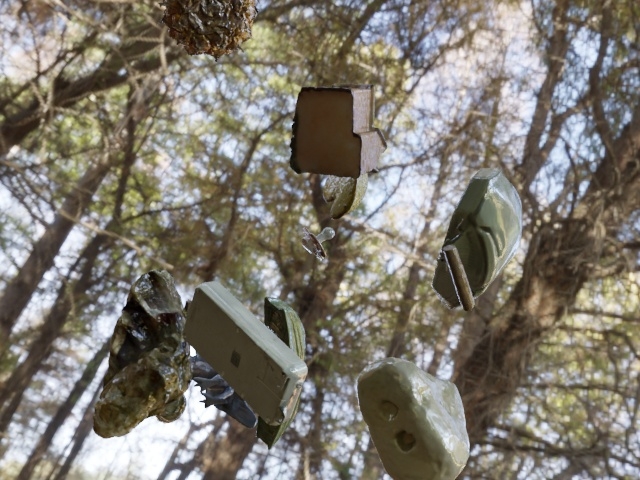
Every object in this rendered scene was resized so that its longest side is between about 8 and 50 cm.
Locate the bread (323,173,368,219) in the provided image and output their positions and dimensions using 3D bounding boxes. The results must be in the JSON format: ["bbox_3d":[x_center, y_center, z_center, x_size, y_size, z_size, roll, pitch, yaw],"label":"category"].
[{"bbox_3d":[0.065,-0.130,1.711,0.065,0.187,0.149,25,-29,-33],"label":"bread"}]

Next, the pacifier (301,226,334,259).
[{"bbox_3d":[0.000,0.000,1.498,0.099,0.078,0.081,38,-20,55],"label":"pacifier"}]

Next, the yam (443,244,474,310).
[{"bbox_3d":[0.279,0.076,1.295,0.032,0.032,0.145,-7,-64,36],"label":"yam"}]

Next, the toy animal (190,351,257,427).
[{"bbox_3d":[-0.200,0.249,1.275,0.256,0.176,0.239,-4,-70,3],"label":"toy animal"}]

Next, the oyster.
[{"bbox_3d":[-0.307,0.191,1.125,0.166,0.294,0.094,0,-12,-13],"label":"oyster"}]

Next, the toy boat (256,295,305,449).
[{"bbox_3d":[-0.073,0.235,1.149,0.093,0.055,0.292,31,-58,47],"label":"toy boat"}]

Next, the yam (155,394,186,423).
[{"bbox_3d":[-0.330,0.362,1.408,0.067,0.071,0.317,-5,-15,-17],"label":"yam"}]

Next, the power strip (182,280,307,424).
[{"bbox_3d":[-0.089,0.122,0.720,0.192,0.035,0.081,36,-63,35],"label":"power strip"}]

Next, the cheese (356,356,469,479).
[{"bbox_3d":[0.184,0.374,1.318,0.174,0.247,0.251,-31,-53,21],"label":"cheese"}]

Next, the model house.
[{"bbox_3d":[0.048,-0.233,1.346,0.167,0.172,0.182,10,-71,28],"label":"model house"}]

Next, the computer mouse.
[{"bbox_3d":[0.363,0.013,1.448,0.146,0.228,0.428,24,-29,16],"label":"computer mouse"}]

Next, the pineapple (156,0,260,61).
[{"bbox_3d":[-0.228,-0.480,1.348,0.225,0.076,0.224,-4,-68,-11],"label":"pineapple"}]
